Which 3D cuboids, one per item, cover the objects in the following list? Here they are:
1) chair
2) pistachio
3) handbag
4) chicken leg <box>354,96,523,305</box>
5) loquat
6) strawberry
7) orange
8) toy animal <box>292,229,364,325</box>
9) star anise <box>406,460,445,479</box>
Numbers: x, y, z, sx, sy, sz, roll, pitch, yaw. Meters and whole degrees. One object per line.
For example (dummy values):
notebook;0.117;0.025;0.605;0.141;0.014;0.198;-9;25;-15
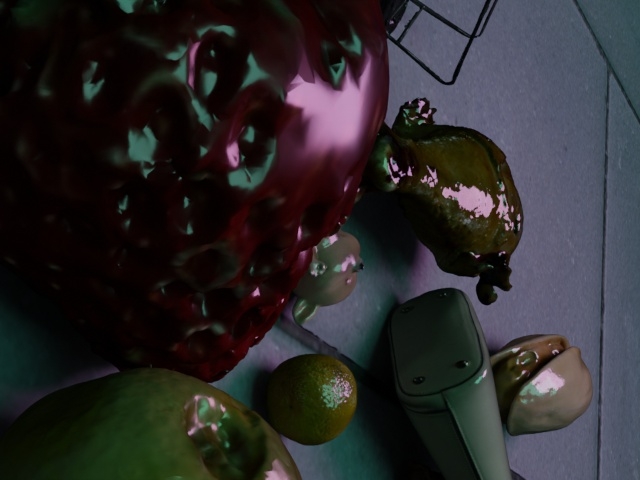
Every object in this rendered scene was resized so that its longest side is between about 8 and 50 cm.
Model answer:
chair;0.101;-0.314;1.123;0.140;0.221;0.145;-58;173;-46
pistachio;0.289;0.198;1.272;0.215;0.144;0.144;1;82;-47
handbag;0.185;0.222;1.073;0.315;0.109;0.241;60;15;-26
chicken leg;0.124;-0.076;1.023;0.361;0.140;0.212;38;27;-51
loquat;-0.116;0.184;0.578;0.213;0.213;0.213;18;68;-54
strawberry;-0.086;-0.053;0.634;0.317;0.295;0.345;-115;-169;-53
orange;-0.006;0.144;0.863;0.095;0.085;0.085;6;78;-64
toy animal;-0.005;0.000;0.913;0.083;0.089;0.150;-16;100;-37
star anise;0.142;0.314;1.073;0.190;0.070;0.097;35;53;-52
